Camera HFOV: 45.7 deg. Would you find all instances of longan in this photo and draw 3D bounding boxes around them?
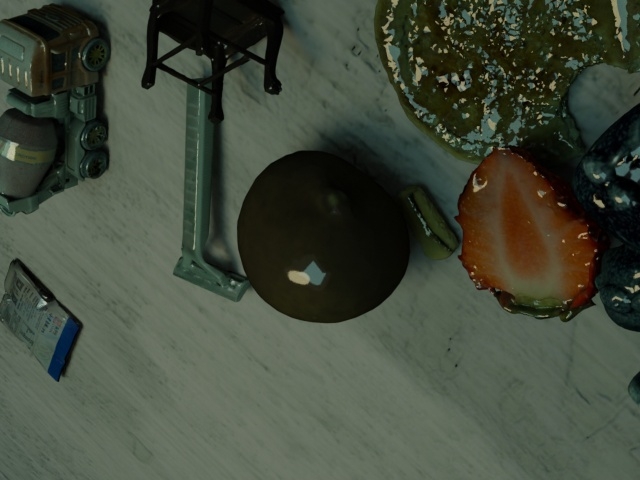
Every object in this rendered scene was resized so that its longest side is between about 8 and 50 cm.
[{"bbox_3d":[0.000,0.000,0.773,0.189,0.189,0.189,17,123,29],"label":"longan"}]

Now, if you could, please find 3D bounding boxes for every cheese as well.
[{"bbox_3d":[0.106,-0.016,0.777,0.083,0.030,0.044,55,153,-7],"label":"cheese"}]

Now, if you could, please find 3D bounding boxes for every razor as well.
[{"bbox_3d":[-0.146,-0.058,0.921,0.111,0.056,0.278,20,124,29],"label":"razor"}]

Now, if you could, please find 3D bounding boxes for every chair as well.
[{"bbox_3d":[-0.112,-0.256,0.782,0.106,0.113,0.229,-16,66,40],"label":"chair"}]

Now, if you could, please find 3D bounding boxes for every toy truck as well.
[{"bbox_3d":[-0.357,-0.158,0.965,0.108,0.140,0.257,30,128,21],"label":"toy truck"}]

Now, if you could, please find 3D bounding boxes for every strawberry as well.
[{"bbox_3d":[0.184,-0.012,0.673,0.146,0.082,0.187,3,129,38],"label":"strawberry"}]

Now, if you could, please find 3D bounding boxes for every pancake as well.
[{"bbox_3d":[0.154,-0.175,0.650,0.253,0.037,0.254,16,123,26],"label":"pancake"}]

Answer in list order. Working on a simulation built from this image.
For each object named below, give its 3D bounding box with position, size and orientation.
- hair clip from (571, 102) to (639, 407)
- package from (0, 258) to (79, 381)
[{"bbox_3d":[0.327,0.028,0.532,0.310,0.194,0.206,35,128,33],"label":"hair clip"},{"bbox_3d":[-0.488,0.141,1.301,0.173,0.027,0.171,42,128,10],"label":"package"}]
